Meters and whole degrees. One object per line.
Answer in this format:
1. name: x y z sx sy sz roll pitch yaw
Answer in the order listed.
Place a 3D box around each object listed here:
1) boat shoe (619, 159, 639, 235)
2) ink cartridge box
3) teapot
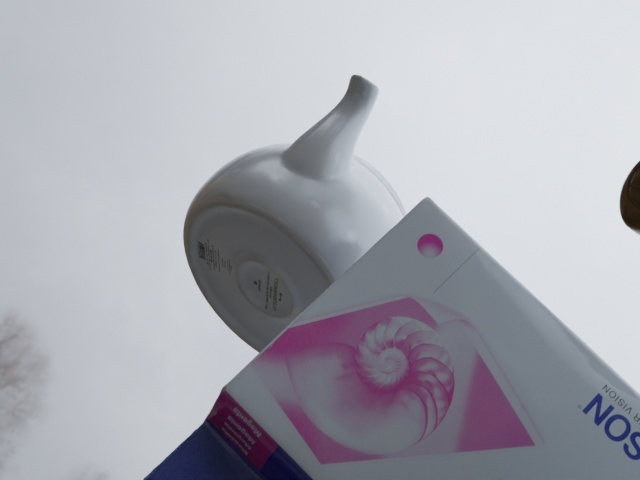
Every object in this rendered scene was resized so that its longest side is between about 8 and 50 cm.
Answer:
1. boat shoe: 0.374 -0.051 0.896 0.302 0.109 0.098 -20 -43 35
2. ink cartridge box: 0.086 0.185 0.945 0.324 0.330 0.071 43 -17 10
3. teapot: 0.000 0.000 1.211 0.256 0.187 0.252 -19 -71 51
